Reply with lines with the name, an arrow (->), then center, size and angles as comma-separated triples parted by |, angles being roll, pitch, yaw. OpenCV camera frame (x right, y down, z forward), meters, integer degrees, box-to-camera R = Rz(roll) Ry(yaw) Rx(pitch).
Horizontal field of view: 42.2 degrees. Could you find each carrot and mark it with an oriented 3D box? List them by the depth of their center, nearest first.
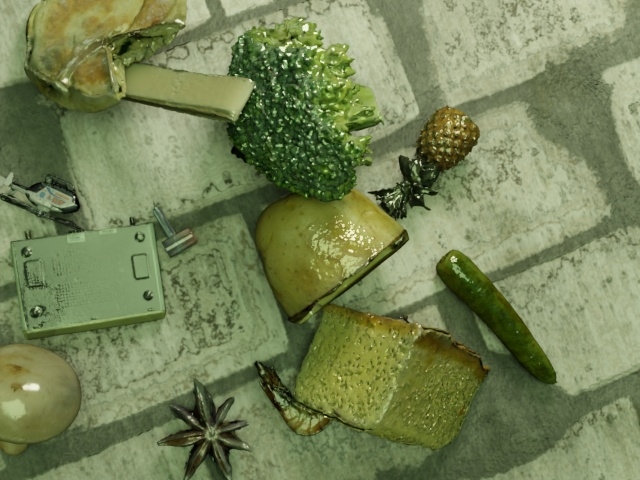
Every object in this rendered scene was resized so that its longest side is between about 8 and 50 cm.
carrot -> 0.369, 0.163, 1.695 | 0.074, 0.074, 0.358 | -43, 96, -8

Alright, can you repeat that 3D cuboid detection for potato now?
potato -> 0.000, 0.000, 1.577 | 0.285, 0.242, 0.242 | -36, 94, 6

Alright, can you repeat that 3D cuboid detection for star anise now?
star anise -> -0.222, 0.377, 1.599 | 0.180, 0.061, 0.204 | -38, 94, -7

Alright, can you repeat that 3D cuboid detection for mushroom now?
mushroom -> -0.545, 0.301, 1.502 | 0.207, 0.207, 0.215 | 21, 120, -8

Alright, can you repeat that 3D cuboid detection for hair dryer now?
hair dryer -> -0.294, -0.029, 1.619 | 0.063, 0.037, 0.114 | -31, 86, -10

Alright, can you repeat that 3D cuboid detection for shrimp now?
shrimp -> -0.033, 0.286, 1.644 | 0.148, 0.035, 0.195 | -37, 98, -7

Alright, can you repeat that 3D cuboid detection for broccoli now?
broccoli -> -0.042, -0.249, 1.519 | 0.338, 0.317, 0.277 | 12, 116, 19

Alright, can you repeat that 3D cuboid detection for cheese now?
cheese -> -0.289, -0.278, 1.504 | 0.400, 0.034, 0.085 | 15, 78, 34

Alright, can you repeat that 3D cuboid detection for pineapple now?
pineapple -> 0.211, -0.146, 1.664 | 0.125, 0.125, 0.251 | 40, 89, -6

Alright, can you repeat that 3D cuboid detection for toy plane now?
toy plane -> -0.532, -0.086, 1.564 | 0.197, 0.053, 0.078 | 21, 71, -4

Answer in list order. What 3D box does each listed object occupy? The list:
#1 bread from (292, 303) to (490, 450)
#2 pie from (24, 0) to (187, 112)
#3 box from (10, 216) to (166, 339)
bread -> 0.140, 0.267, 1.647 | 0.279, 0.315, 0.248 | 16, 78, 32
pie -> -0.404, -0.389, 1.542 | 0.337, 0.075, 0.337 | -7, 65, 14
box -> -0.441, 0.069, 1.584 | 0.270, 0.045, 0.211 | -7, 90, -9
